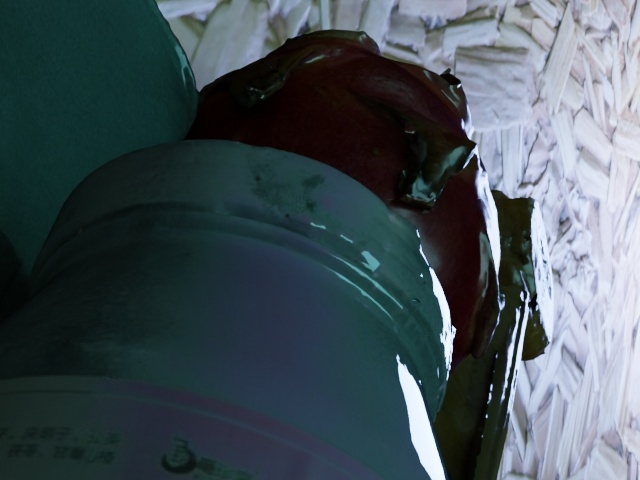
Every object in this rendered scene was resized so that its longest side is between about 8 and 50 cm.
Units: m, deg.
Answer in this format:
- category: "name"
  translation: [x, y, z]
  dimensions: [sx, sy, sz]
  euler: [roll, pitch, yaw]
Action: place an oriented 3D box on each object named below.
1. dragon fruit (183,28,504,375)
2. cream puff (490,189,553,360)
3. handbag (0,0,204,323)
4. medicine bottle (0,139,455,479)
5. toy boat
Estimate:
- category: "dragon fruit"
  translation: [-0.001, 0.002, 0.835]
  dimensions: [0.315, 0.250, 0.250]
  euler: [-54, 131, -72]
- category: "cream puff"
  translation: [0.145, 0.034, 1.217]
  dimensions: [0.165, 0.115, 0.150]
  euler: [-82, 156, -45]
- category: "handbag"
  translation: [-0.189, -0.088, 0.666]
  dimensions: [0.268, 0.100, 0.274]
  euler: [61, 35, -39]
- category: "medicine bottle"
  translation: [-0.061, 0.126, 0.543]
  dimensions: [0.245, 0.245, 0.290]
  euler: [58, 30, -36]
- category: "toy boat"
  translation: [0.058, 0.181, 0.981]
  dimensions: [0.445, 0.136, 0.162]
  euler: [-68, 169, -48]
